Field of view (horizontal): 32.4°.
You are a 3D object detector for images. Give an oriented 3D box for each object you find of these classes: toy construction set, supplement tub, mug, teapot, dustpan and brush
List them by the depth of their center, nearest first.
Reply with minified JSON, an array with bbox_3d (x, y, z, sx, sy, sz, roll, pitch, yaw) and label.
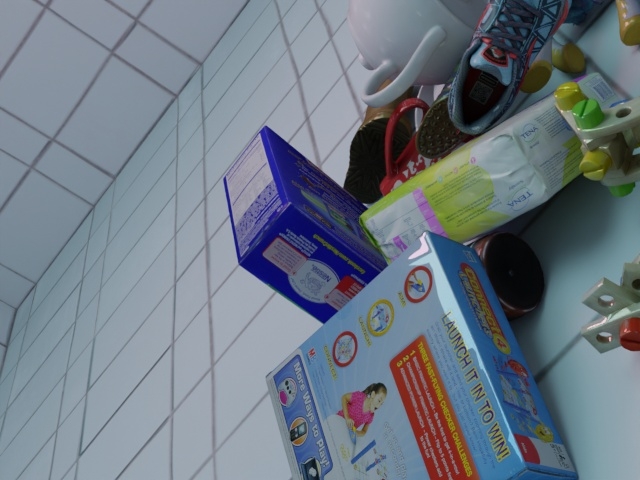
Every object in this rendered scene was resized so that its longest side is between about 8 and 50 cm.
[{"bbox_3d":[0.336,-0.050,1.100,0.215,0.151,0.328,-12,52,28],"label":"toy construction set"},{"bbox_3d":[0.171,0.067,1.351,0.198,0.106,0.106,-30,33,48],"label":"supplement tub"},{"bbox_3d":[0.158,-0.129,1.614,0.169,0.150,0.113,-53,-2,23],"label":"mug"},{"bbox_3d":[0.127,-0.314,1.614,0.187,0.256,0.253,-39,70,29],"label":"teapot"},{"bbox_3d":[0.202,-0.267,1.816,0.147,0.060,0.211,-43,25,32],"label":"dustpan and brush"}]

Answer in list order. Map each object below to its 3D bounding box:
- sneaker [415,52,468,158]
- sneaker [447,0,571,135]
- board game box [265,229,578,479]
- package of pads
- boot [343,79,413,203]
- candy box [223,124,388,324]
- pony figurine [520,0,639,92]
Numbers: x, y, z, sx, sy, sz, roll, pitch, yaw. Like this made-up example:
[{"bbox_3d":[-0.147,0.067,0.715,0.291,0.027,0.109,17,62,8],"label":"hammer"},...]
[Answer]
[{"bbox_3d":[0.198,-0.199,1.506,0.192,0.064,0.086,-58,0,18],"label":"sneaker"},{"bbox_3d":[0.233,-0.240,1.358,0.125,0.104,0.262,-58,-12,-61],"label":"sneaker"},{"bbox_3d":[0.092,0.202,1.220,0.302,0.086,0.308,-44,46,29],"label":"board game box"},{"bbox_3d":[0.209,-0.080,1.364,0.229,0.101,0.296,-34,2,-41],"label":"package of pads"},{"bbox_3d":[0.113,-0.226,1.851,0.236,0.089,0.270,122,169,-56],"label":"boot"},{"bbox_3d":[0.000,0.000,1.591,0.122,0.268,0.317,-47,22,13],"label":"candy box"},{"bbox_3d":[0.348,-0.419,1.496,0.351,0.302,0.363,-51,36,38],"label":"pony figurine"}]
